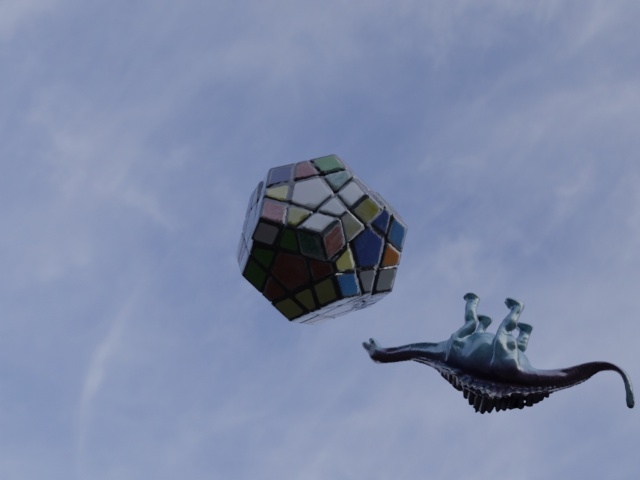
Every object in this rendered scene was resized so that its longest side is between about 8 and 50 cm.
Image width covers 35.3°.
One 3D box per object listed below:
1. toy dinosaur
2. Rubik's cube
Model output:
[{"bbox_3d":[0.120,0.080,0.694,0.198,0.080,0.045,8,-36,29],"label":"toy dinosaur"},{"bbox_3d":[0.000,0.000,0.628,0.111,0.111,0.093,3,-37,14],"label":"Rubik's cube"}]
